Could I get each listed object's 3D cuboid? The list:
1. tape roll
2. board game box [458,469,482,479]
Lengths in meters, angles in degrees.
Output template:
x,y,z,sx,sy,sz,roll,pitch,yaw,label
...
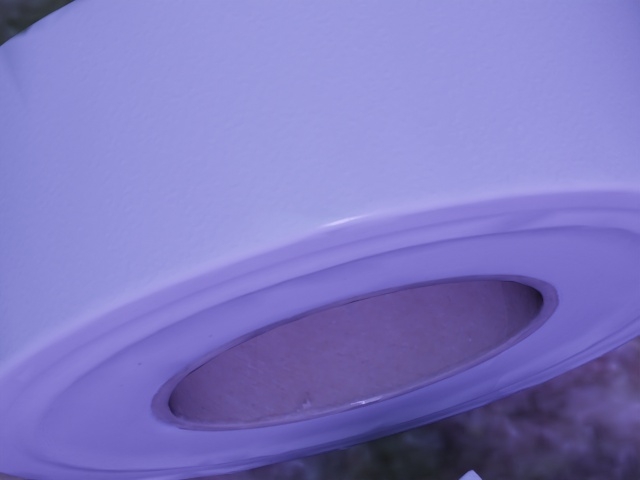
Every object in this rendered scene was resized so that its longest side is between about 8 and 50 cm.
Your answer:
x,y,z,sx,sy,sz,roll,pitch,yaw,label
0.000,0.000,0.572,0.286,0.286,0.100,-16,71,0,tape roll
0.031,0.147,0.584,0.103,0.154,0.026,-38,66,-8,board game box
